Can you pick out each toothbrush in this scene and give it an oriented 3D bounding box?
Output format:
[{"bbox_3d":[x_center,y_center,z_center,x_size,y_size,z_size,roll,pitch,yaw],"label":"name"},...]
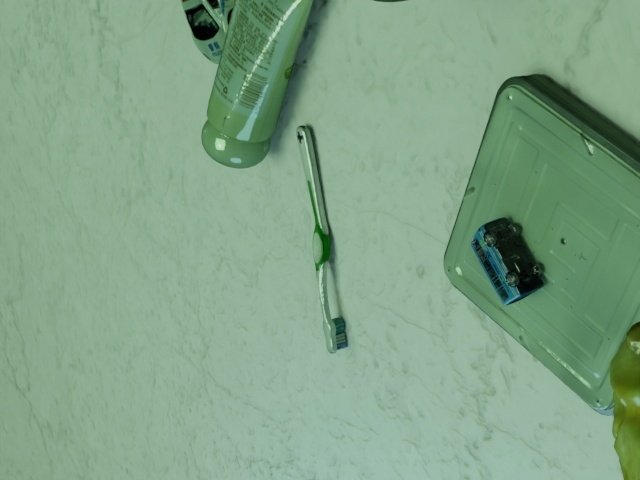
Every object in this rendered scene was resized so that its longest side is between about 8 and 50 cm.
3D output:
[{"bbox_3d":[-0.001,0.000,1.505,0.030,0.030,0.303,4,107,52],"label":"toothbrush"}]

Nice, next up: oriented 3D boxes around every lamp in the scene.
[{"bbox_3d":[0.249,0.004,1.161,0.266,0.047,0.269,43,136,33],"label":"lamp"}]

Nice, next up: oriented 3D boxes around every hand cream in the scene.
[{"bbox_3d":[-0.082,-0.232,1.464,0.147,0.093,0.305,50,137,36],"label":"hand cream"}]

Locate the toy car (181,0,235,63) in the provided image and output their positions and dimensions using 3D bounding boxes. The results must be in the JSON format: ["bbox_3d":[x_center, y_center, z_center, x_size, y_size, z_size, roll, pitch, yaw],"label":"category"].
[{"bbox_3d":[-0.154,-0.335,1.545,0.095,0.056,0.204,-5,99,52],"label":"toy car"}]

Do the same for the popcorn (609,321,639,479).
[{"bbox_3d":[0.353,0.143,0.911,0.293,0.293,0.237,-4,119,53],"label":"popcorn"}]

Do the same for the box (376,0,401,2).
[{"bbox_3d":[0.100,-0.346,1.060,0.149,0.226,0.226,62,143,14],"label":"box"}]

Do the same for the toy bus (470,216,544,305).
[{"bbox_3d":[0.188,0.021,1.176,0.083,0.038,0.046,62,147,13],"label":"toy bus"}]
